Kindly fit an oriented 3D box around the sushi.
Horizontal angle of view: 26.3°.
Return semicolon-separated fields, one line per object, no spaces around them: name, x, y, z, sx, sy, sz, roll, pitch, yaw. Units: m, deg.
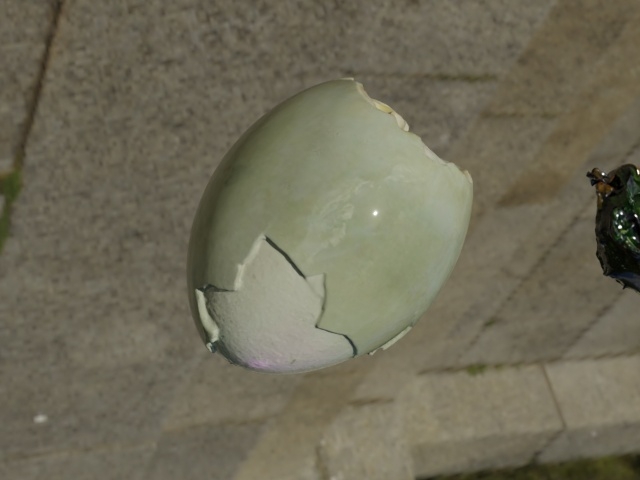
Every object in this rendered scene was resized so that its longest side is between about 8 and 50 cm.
sushi;0.464;0.015;1.908;0.149;0.287;0.140;-39;176;8

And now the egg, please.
egg;0.000;0.000;1.498;0.336;0.278;0.278;-53;144;0
